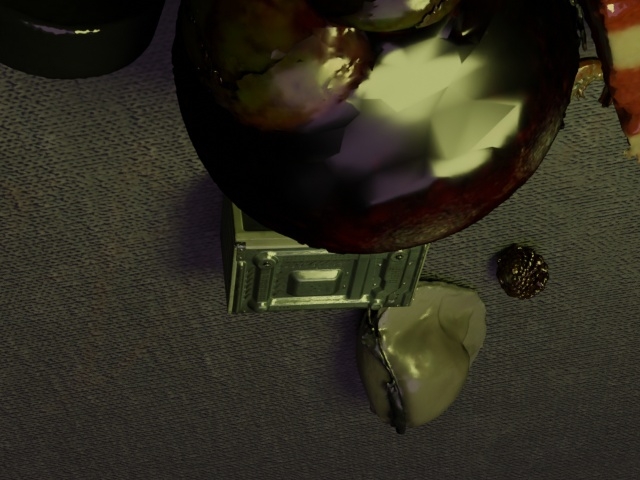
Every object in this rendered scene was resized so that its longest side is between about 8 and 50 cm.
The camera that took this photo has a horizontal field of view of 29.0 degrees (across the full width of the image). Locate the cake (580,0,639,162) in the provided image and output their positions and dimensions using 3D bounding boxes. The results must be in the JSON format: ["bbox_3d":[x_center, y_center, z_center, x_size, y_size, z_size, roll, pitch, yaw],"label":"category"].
[{"bbox_3d":[0.371,-0.269,1.167,0.270,0.269,0.319,-15,143,11],"label":"cake"}]

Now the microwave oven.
[{"bbox_3d":[0.000,0.000,1.564,0.241,0.145,0.194,-2,140,-10],"label":"microwave oven"}]

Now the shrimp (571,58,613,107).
[{"bbox_3d":[0.304,-0.170,1.494,0.091,0.025,0.127,25,130,-39],"label":"shrimp"}]

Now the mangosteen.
[{"bbox_3d":[0.044,-0.203,1.115,0.381,0.381,0.421,-12,125,4],"label":"mangosteen"}]

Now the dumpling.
[{"bbox_3d":[0.156,0.181,1.833,0.205,0.163,0.292,-4,132,0],"label":"dumpling"}]

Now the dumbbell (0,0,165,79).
[{"bbox_3d":[-0.204,-0.311,1.045,0.204,0.203,0.322,6,142,-19],"label":"dumbbell"}]

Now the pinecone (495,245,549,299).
[{"bbox_3d":[0.288,0.047,1.749,0.077,0.077,0.083,-29,163,25],"label":"pinecone"}]
